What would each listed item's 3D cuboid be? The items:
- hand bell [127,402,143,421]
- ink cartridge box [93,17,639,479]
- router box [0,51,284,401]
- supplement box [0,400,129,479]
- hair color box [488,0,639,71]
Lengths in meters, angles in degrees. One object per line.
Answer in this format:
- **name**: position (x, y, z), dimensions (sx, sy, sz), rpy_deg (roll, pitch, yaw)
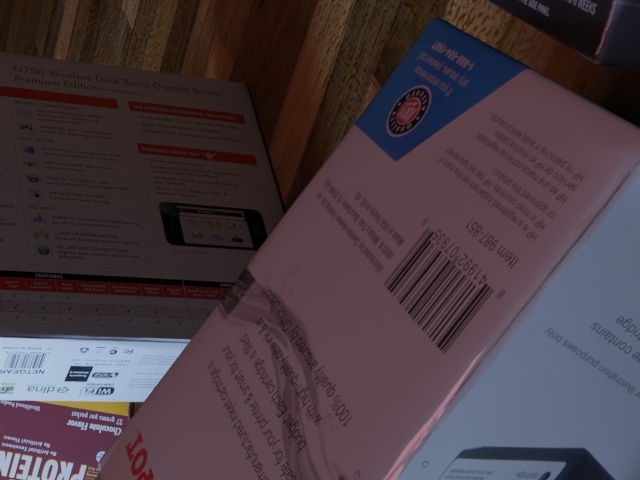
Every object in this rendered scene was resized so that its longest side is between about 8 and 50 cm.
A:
- **hand bell**: position (-0.119, 0.208, 1.115), dimensions (0.242, 0.126, 0.126), rpy_deg (110, 152, -52)
- **ink cartridge box**: position (0.043, 0.073, 0.592), dimensions (0.307, 0.129, 0.223), rpy_deg (-53, 27, 8)
- **router box**: position (-0.193, -0.016, 1.007), dimensions (0.082, 0.335, 0.301), rpy_deg (120, 145, -42)
- **supplement box**: position (-0.216, 0.204, 1.160), dimensions (0.194, 0.129, 0.191), rpy_deg (-42, -40, -80)
- **hair color box**: position (0.172, -0.276, 0.547), dimensions (0.185, 0.113, 0.375), rpy_deg (49, 129, 55)
